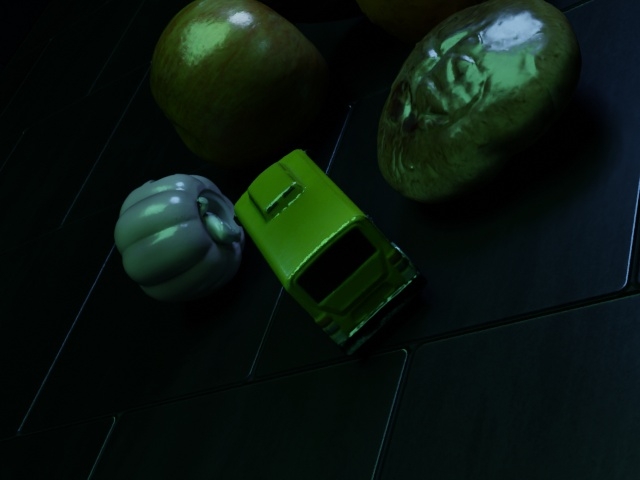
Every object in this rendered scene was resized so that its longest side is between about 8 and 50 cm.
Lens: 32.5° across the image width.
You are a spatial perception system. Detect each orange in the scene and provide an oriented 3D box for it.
[{"bbox_3d":[0.155,-0.371,1.446,0.240,0.240,0.240,-32,31,23],"label":"orange"}]

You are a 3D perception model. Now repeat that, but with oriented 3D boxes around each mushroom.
[{"bbox_3d":[0.172,-0.163,1.254,0.278,0.146,0.278,-36,34,29],"label":"mushroom"}]

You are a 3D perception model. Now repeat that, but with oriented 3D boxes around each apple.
[{"bbox_3d":[-0.128,-0.230,1.623,0.264,0.264,0.264,-32,31,23],"label":"apple"}]

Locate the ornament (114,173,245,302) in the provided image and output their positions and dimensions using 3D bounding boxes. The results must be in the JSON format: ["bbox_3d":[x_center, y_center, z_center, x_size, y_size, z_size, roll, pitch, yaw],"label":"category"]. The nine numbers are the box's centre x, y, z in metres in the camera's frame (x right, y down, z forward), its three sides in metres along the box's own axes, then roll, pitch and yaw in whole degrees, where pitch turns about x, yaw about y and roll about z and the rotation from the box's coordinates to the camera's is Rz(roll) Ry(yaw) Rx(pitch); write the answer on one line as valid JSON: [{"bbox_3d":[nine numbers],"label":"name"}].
[{"bbox_3d":[-0.184,-0.006,1.488,0.177,0.177,0.177,-32,31,23],"label":"ornament"}]

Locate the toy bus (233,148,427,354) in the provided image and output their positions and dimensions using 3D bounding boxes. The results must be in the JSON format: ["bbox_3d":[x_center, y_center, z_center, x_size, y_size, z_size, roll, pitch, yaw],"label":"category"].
[{"bbox_3d":[0.000,0.000,1.262,0.128,0.150,0.262,-43,29,2],"label":"toy bus"}]

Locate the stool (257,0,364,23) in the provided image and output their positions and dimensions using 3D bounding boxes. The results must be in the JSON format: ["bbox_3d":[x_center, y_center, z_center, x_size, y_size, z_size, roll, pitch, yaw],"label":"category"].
[{"bbox_3d":[0.020,-0.460,1.661,0.272,0.272,0.178,-21,75,37],"label":"stool"}]
